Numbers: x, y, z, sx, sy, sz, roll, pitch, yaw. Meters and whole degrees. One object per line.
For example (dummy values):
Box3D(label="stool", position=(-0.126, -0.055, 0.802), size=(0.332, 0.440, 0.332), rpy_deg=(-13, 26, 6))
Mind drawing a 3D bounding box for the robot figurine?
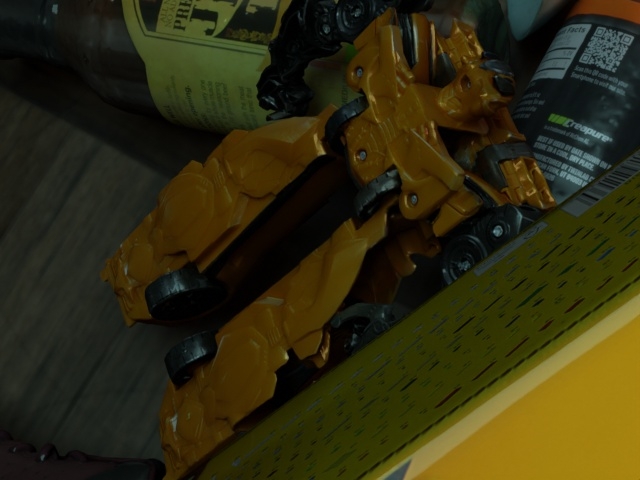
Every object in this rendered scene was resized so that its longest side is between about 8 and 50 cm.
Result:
Box3D(label="robot figurine", position=(0.000, 0.000, 0.690), size=(0.291, 0.085, 0.211), rpy_deg=(-40, 60, 36))

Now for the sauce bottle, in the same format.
Box3D(label="sauce bottle", position=(-0.065, -0.118, 0.810), size=(0.344, 0.111, 0.111), rpy_deg=(12, 75, 22))

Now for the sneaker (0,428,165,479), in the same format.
Box3D(label="sneaker", position=(-0.178, 0.138, 0.780), size=(0.162, 0.106, 0.281), rpy_deg=(-19, 43, -20))

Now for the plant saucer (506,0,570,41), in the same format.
Box3D(label="plant saucer", position=(0.138, -0.203, 0.738), size=(0.037, 0.195, 0.195), rpy_deg=(7, 72, -1))

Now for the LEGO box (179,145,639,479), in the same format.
Box3D(label="LEGO box", position=(0.215, 0.137, 0.490), size=(0.500, 0.193, 0.372), rpy_deg=(-37, 95, 4))

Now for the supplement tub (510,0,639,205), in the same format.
Box3D(label="supplement tub", position=(0.158, -0.063, 0.715), size=(0.106, 0.106, 0.198), rpy_deg=(27, 81, 25))
